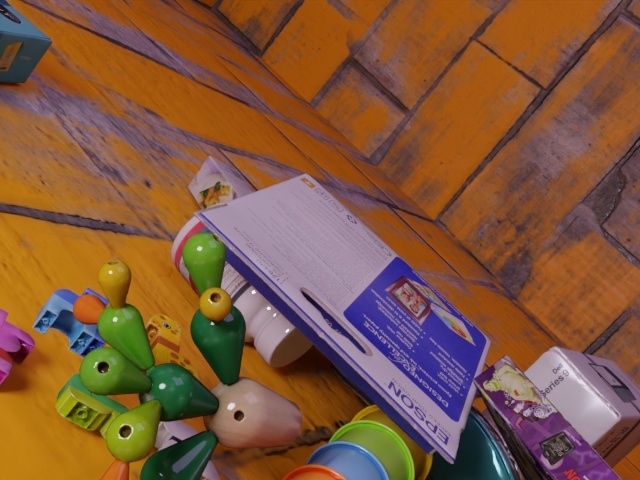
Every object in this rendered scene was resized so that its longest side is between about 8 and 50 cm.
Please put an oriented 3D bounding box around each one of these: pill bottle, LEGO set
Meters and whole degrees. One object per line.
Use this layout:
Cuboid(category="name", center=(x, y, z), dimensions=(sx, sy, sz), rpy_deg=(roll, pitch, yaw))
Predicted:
Cuboid(category="pill bottle", center=(-0.078, 0.051, 0.886), dimensions=(0.180, 0.108, 0.108), rpy_deg=(47, 16, 25))
Cuboid(category="LEGO set", center=(-0.155, 0.093, 0.602), dimensions=(0.227, 0.087, 0.093), rpy_deg=(36, 15, -20))

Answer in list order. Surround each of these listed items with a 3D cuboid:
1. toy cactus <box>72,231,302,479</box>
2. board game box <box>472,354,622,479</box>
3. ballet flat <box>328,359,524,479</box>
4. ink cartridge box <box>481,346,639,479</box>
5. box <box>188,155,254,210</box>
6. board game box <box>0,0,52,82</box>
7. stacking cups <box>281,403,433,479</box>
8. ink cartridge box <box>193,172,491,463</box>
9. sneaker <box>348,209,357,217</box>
Cuboid(category="toy cactus", center=(-0.091, 0.111, 0.526), dimensions=(0.112, 0.219, 0.180), rpy_deg=(-6, -23, 42))
Cuboid(category="board game box", center=(0.266, 0.280, 0.756), dimensions=(0.208, 0.056, 0.347), rpy_deg=(46, -9, 50))
Cuboid(category="ballet flat", center=(0.138, 0.216, 0.958), dimensions=(0.316, 0.107, 0.106), rpy_deg=(48, 9, 25))
Cuboid(category="ink cartridge box", center=(0.328, 0.266, 1.067), dimensions=(0.289, 0.211, 0.121), rpy_deg=(18, 28, -54))
Cuboid(category="box", center=(-0.101, -0.017, 1.080), dimensions=(0.067, 0.063, 0.324), rpy_deg=(26, 15, -38))
Cuboid(category="board game box", center=(-0.505, -0.291, 0.895), dimensions=(0.253, 0.079, 0.336), rpy_deg=(40, 14, 2))
Cuboid(category="stacking cups", center=(0.009, 0.210, 0.654), dimensions=(0.096, 0.096, 0.316), rpy_deg=(44, 15, 17))
Cuboid(category="ink cartridge box", center=(0.029, 0.067, 0.794), dimensions=(0.303, 0.072, 0.307), rpy_deg=(44, 23, 5))
Cuboid(category="sneaker", center=(0.000, 0.000, 1.207), dimensions=(0.104, 0.125, 0.262), rpy_deg=(38, 14, -5))
